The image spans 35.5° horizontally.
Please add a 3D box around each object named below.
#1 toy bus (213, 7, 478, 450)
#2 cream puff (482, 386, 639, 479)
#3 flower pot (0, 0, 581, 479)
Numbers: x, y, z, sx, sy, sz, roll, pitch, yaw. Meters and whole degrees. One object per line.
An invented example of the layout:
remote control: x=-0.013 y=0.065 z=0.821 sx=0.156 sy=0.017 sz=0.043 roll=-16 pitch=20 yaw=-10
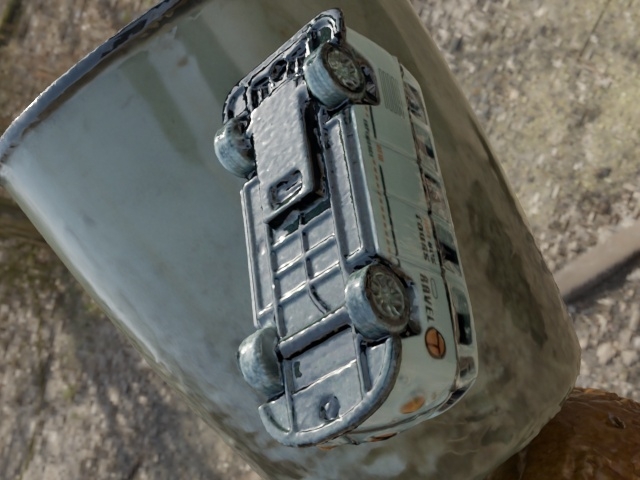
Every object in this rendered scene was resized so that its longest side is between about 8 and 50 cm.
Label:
toy bus: x=0.014 y=-0.001 z=0.448 sx=0.087 sy=0.089 sz=0.193 roll=-33 pitch=52 yaw=36
cream puff: x=0.180 y=0.258 z=0.739 sx=0.303 sy=0.212 sz=0.303 roll=-62 pitch=-5 yaw=-9
flower pot: x=0.000 y=0.000 z=0.666 sx=0.294 sy=0.330 sz=0.293 roll=-37 pitch=2 yaw=2
